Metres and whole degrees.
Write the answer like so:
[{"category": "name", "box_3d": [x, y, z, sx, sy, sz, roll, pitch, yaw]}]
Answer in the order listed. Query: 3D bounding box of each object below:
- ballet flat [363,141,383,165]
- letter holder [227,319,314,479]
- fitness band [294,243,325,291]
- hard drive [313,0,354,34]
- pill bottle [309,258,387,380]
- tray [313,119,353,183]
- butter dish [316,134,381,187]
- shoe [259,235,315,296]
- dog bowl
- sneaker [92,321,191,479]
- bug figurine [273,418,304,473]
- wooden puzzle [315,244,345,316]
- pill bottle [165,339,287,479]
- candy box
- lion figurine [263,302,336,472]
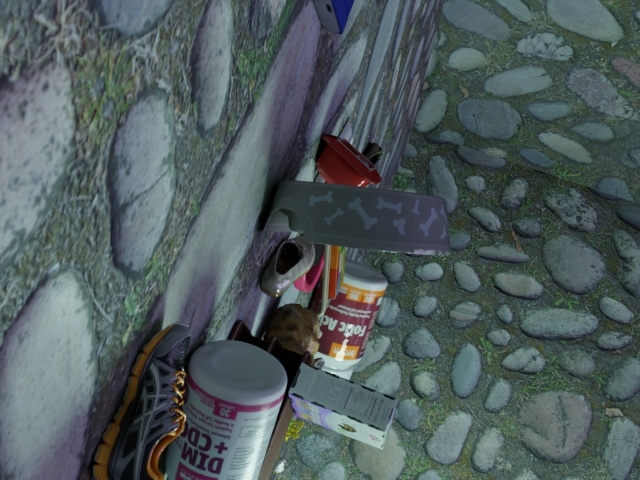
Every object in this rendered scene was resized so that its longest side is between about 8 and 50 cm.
[{"category": "ballet flat", "box_3d": [0.157, -0.246, 2.266, 0.250, 0.058, 0.084, -61, 167, -49]}, {"category": "letter holder", "box_3d": [-0.142, 0.332, 1.346, 0.214, 0.152, 0.302, 80, 31, -70]}, {"category": "fitness band", "box_3d": [0.000, 0.000, 1.860, 0.209, 0.054, 0.291, 70, 41, -81]}, {"category": "hard drive", "box_3d": [0.062, -0.513, 1.080, 0.210, 0.040, 0.319, 23, 87, -82]}, {"category": "pill bottle", "box_3d": [0.062, 0.275, 2.290, 0.224, 0.224, 0.392, -39, 148, -74]}, {"category": "tray", "box_3d": [0.030, -0.168, 1.717, 0.145, 0.030, 0.270, 102, 11, -49]}, {"category": "butter dish", "box_3d": [0.045, -0.153, 1.555, 0.118, 0.160, 0.160, -48, 177, 14]}, {"category": "shoe", "box_3d": [-0.060, 0.042, 1.454, 0.219, 0.076, 0.058, -55, 168, -56]}, {"category": "dog bowl", "box_3d": [0.070, -0.044, 1.254, 0.349, 0.348, 0.102, -9, 106, -81]}, {"category": "sneaker", "box_3d": [-0.205, 0.208, 0.871, 0.084, 0.083, 0.215, 72, 37, -74]}, {"category": "bug figurine", "box_3d": [-0.153, 0.557, 1.827, 0.216, 0.072, 0.279, -52, -176, -33]}, {"category": "wooden puzzle", "box_3d": [0.037, 0.055, 1.740, 0.221, 0.044, 0.239, -52, 151, -74]}, {"category": "pill bottle", "box_3d": [-0.165, 0.323, 1.129, 0.160, 0.160, 0.283, -49, 157, -69]}, {"category": "candy box", "box_3d": [0.045, 0.326, 1.345, 0.165, 0.196, 0.070, 86, 25, -62]}, {"category": "lion figurine", "box_3d": [-0.109, 0.331, 1.581, 0.392, 0.240, 0.142, -52, 134, -13]}]
